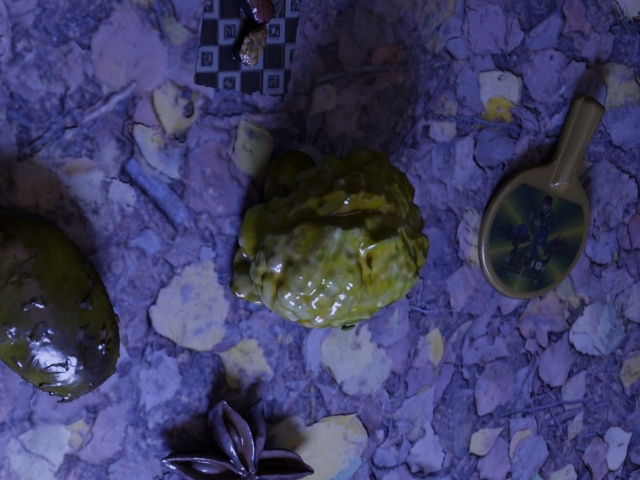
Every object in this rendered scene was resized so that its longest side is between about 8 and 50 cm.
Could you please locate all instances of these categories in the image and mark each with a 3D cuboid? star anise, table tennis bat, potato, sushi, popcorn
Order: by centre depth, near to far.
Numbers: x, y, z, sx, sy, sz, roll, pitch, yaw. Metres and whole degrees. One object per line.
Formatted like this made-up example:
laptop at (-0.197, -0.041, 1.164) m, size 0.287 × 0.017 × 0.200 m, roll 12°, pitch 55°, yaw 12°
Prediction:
potato at (-0.315, 0.071, 1.396) m, size 0.149 × 0.113 × 0.251 m, roll -35°, pitch 119°, yaw -23°
sushi at (-0.076, -0.273, 1.517) m, size 0.139 × 0.031 × 0.201 m, roll 2°, pitch 101°, yaw -34°
popcorn at (0.000, 0.000, 1.548) m, size 0.206 × 0.251 × 0.237 m, roll 43°, pitch 40°, yaw -56°
star anise at (-0.117, 0.312, 1.611) m, size 0.197 × 0.073 × 0.212 m, roll -43°, pitch 118°, yaw -21°
table tennis bat at (0.338, -0.064, 1.838) m, size 0.198 × 0.050 × 0.321 m, roll 21°, pitch 94°, yaw -33°

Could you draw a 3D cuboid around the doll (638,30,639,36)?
doll at (0.571, -0.208, 1.882) m, size 0.258 × 0.153 × 0.195 m, roll 43°, pitch 50°, yaw -37°
